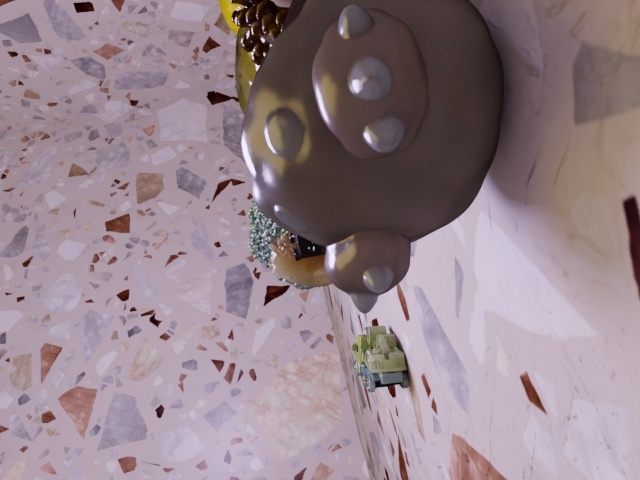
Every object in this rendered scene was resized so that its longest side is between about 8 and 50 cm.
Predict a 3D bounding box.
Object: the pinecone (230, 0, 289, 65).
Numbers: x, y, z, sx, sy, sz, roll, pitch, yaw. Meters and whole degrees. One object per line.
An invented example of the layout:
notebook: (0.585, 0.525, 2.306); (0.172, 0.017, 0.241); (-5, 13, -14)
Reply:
pinecone: (-0.062, -0.385, 0.905); (0.212, 0.185, 0.168); (46, -154, 0)

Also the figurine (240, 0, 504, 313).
figurine: (0.042, -0.141, 0.473); (0.248, 0.203, 0.380); (92, 179, -45)

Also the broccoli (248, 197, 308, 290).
broccoli: (-0.061, 0.000, 1.623); (0.277, 0.317, 0.338); (-35, 78, 41)

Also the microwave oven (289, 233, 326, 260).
microwave oven: (0.007, -0.108, 1.020); (0.188, 0.178, 0.247); (-107, 5, -70)

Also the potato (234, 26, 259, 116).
potato: (-0.105, -0.447, 1.326); (0.359, 0.219, 0.270); (93, 156, -49)

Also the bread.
bread: (0.002, 0.004, 1.267); (0.192, 0.171, 0.314); (42, -149, -2)

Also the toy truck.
toy truck: (0.122, 0.241, 1.107); (0.191, 0.085, 0.116); (-178, 85, -83)

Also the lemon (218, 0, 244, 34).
lemon: (-0.209, -0.768, 1.655); (0.263, 0.236, 0.236); (61, 178, -9)
